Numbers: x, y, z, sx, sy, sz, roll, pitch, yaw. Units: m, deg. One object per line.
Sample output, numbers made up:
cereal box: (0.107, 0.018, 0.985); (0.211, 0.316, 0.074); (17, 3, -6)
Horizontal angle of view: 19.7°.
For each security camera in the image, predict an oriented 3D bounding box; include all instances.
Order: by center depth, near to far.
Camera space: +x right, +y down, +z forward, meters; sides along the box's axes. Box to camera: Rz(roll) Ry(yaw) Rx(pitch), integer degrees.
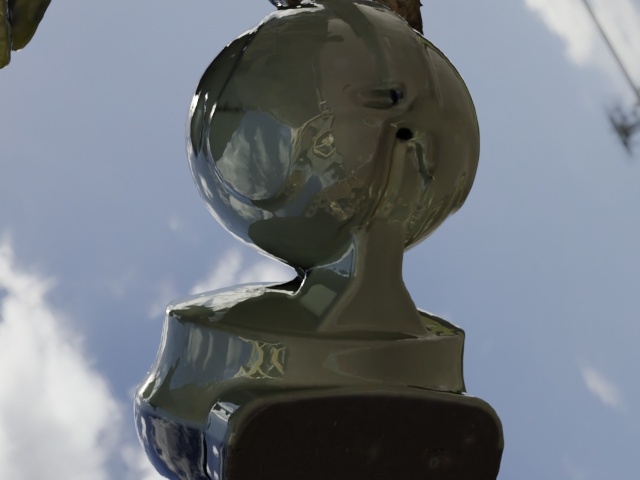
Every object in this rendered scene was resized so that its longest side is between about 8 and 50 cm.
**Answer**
security camera: (0.000, 0.000, 1.040); (0.191, 0.197, 0.277); (-159, 73, -67)

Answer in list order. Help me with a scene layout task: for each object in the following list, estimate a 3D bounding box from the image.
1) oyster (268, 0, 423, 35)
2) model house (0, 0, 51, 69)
oyster: (0.010, -0.171, 1.258); (0.177, 0.105, 0.056); (72, -153, -59)
model house: (-0.310, -0.173, 1.188); (0.321, 0.261, 0.266); (27, -132, 19)
